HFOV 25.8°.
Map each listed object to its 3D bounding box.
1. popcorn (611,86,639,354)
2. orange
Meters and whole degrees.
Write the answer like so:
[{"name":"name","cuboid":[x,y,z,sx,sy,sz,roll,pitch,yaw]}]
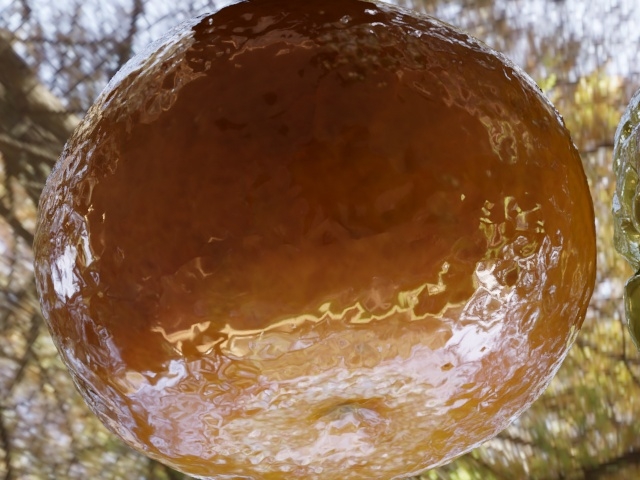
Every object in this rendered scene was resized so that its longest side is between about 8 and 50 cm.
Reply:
[{"name":"popcorn","cuboid":[0.250,-0.037,0.706,0.181,0.235,0.217,43,-117,-10]},{"name":"orange","cuboid":[0.000,0.000,0.547,0.224,0.224,0.170,-13,-122,9]}]
